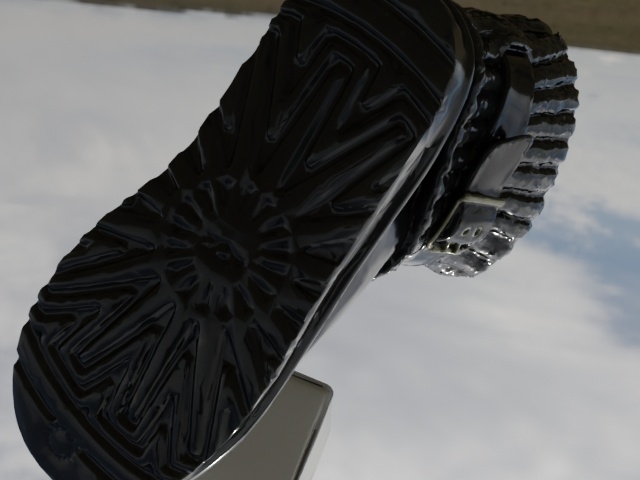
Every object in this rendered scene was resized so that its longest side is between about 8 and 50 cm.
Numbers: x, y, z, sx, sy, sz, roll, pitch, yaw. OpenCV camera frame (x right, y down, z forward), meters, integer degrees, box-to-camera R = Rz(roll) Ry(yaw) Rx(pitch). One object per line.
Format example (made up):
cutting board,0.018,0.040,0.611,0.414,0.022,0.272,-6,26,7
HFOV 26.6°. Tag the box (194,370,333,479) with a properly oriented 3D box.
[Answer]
box,-0.074,0.183,1.242,0.148,0.121,0.311,21,167,6

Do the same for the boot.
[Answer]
boot,0.004,0.002,0.784,0.131,0.348,0.260,47,-164,15
